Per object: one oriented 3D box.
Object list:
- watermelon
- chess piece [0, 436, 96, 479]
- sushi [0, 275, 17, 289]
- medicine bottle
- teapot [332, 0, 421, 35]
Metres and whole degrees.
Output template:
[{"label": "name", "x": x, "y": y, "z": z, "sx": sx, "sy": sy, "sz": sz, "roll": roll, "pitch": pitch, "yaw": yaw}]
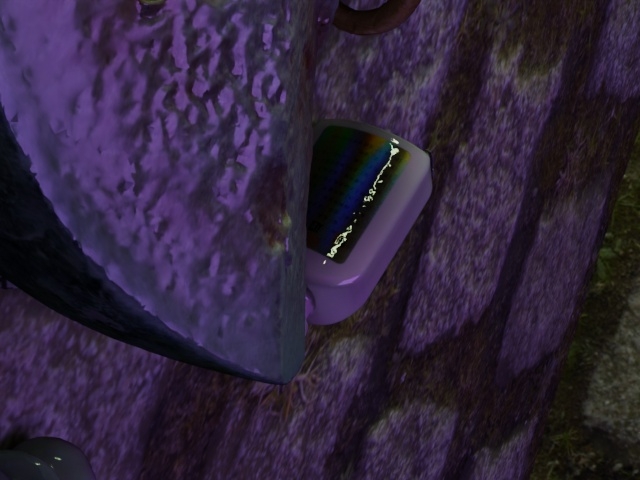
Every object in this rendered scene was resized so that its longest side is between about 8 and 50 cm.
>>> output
[{"label": "watermelon", "x": -0.091, "y": -0.086, "z": 0.869, "sx": 0.258, "sy": 0.228, "sz": 0.387, "roll": -49, "pitch": 138, "yaw": -12}, {"label": "chess piece", "x": -0.203, "y": 0.177, "z": 1.068, "sx": 0.271, "sy": 0.139, "sz": 0.139, "roll": -24, "pitch": 130, "yaw": -75}, {"label": "sushi", "x": -0.141, "y": -0.107, "z": 1.013, "sx": 0.264, "sy": 0.050, "sz": 0.290, "roll": 5, "pitch": 116, "yaw": -51}, {"label": "medicine bottle", "x": 0.000, "y": 0.000, "z": 1.387, "sx": 0.219, "sy": 0.115, "sz": 0.078, "roll": -57, "pitch": 157, "yaw": -29}, {"label": "teapot", "x": 0.073, "y": -0.301, "z": 1.234, "sx": 0.203, "sy": 0.167, "sz": 0.311, "roll": -14, "pitch": 122, "yaw": -65}]
